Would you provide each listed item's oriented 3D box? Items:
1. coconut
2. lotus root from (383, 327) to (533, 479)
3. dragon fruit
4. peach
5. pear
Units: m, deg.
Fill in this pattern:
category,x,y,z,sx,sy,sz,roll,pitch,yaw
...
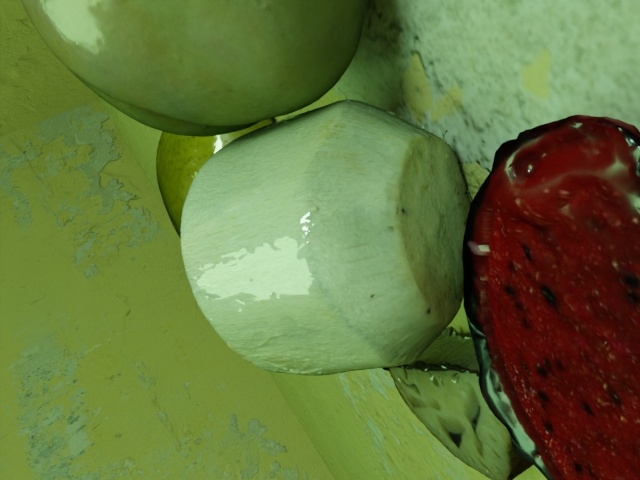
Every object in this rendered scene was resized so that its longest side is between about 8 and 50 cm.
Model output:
category,x,y,z,sx,sy,sz,roll,pitch,yaw
coconut,0.000,0.000,0.537,0.247,0.245,0.245,-7,115,34
lotus root,0.170,0.181,0.647,0.170,0.074,0.260,63,160,-7
dragon fruit,0.198,0.088,0.388,0.344,0.100,0.282,64,161,0
peach,-0.109,-0.219,0.482,0.292,0.247,0.292,36,176,3
pear,-0.172,-0.072,1.015,0.340,0.191,0.387,42,153,47
